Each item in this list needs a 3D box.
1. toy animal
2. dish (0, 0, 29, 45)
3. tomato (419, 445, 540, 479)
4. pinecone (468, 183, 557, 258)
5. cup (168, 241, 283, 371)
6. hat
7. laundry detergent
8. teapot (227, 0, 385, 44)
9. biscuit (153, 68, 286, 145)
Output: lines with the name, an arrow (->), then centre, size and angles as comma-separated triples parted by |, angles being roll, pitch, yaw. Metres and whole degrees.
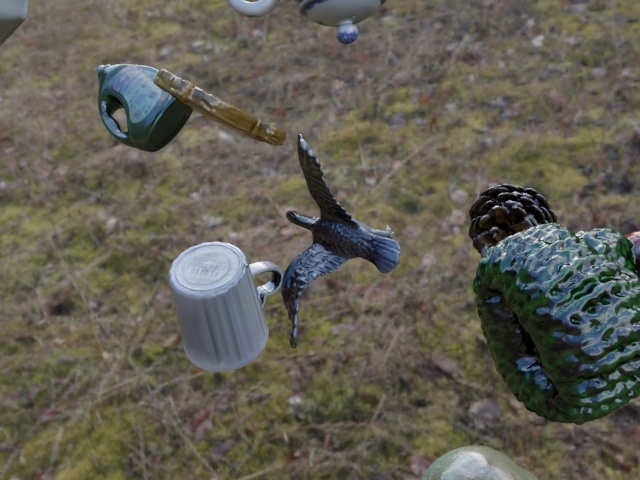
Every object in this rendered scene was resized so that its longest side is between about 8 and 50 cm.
toy animal -> 0.014, 0.002, 1.190 | 0.160, 0.272, 0.197 | 12, 10, -8
dish -> -0.426, -0.308, 1.157 | 0.154, 0.064, 0.234 | -22, 58, 45
tomato -> 0.321, 0.531, 1.663 | 0.239, 0.303, 0.303 | -43, 26, 17
pinecone -> 0.404, -0.028, 1.869 | 0.184, 0.179, 0.204 | -6, 13, 4
cup -> -0.185, 0.103, 1.693 | 0.167, 0.202, 0.221 | 9, 45, 18
hat -> 0.403, 0.085, 1.261 | 0.332, 0.274, 0.242 | -22, 1, -21
laundry detergent -> -0.315, -0.235, 1.490 | 0.211, 0.063, 0.137 | 34, 87, 32
teapot -> 0.032, -0.486, 1.594 | 0.424, 0.279, 0.252 | -7, -4, 6
biscuit -> -0.145, -0.190, 1.317 | 0.184, 0.035, 0.249 | 29, 5, 16
